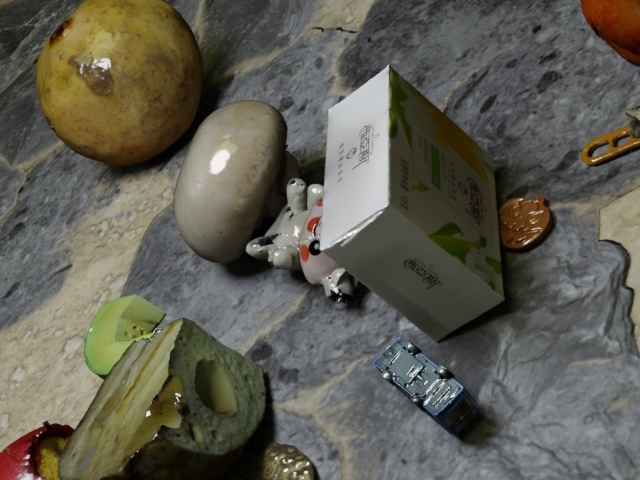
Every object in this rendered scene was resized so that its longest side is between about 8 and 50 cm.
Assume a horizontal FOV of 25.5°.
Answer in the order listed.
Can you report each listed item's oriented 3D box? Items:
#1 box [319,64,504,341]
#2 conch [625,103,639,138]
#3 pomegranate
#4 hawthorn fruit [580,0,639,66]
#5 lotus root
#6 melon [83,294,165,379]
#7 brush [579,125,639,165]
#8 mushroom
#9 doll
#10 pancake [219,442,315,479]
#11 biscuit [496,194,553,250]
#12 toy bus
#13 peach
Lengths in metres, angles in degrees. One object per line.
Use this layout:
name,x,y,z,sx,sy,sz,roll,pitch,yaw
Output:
box,0.104,-0.045,1.610,0.111,0.194,0.260,-36,32,28
conch,0.413,-0.158,1.465,0.178,0.163,0.245,9,47,29
pomegranate,-0.318,-0.263,2.262,0.281,0.281,0.281,-27,35,21
hawthorn fruit,0.401,-0.322,1.646,0.211,0.211,0.299,-28,21,20
lotus root,-0.175,0.217,1.633,0.210,0.142,0.314,-32,19,29
melon,-0.255,0.142,1.900,0.118,0.064,0.209,-35,31,11
brush,0.430,-0.148,1.572,0.314,0.017,0.090,-22,34,28
mushroom,-0.103,-0.076,1.901,0.226,0.178,0.226,-162,90,-78
doll,0.000,0.000,1.771,0.192,0.095,0.149,13,67,50
pancake,-0.088,0.305,1.570,0.199,0.021,0.199,-27,36,21
biscuit,0.231,-0.023,1.629,0.078,0.015,0.091,-49,34,-11
toy bus,0.112,0.153,1.503,0.051,0.061,0.153,-46,31,-4
peach,-0.315,0.318,1.645,0.190,0.196,0.226,23,58,14
